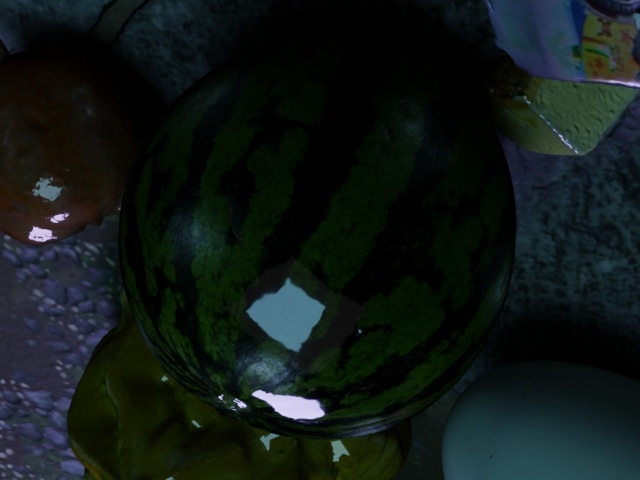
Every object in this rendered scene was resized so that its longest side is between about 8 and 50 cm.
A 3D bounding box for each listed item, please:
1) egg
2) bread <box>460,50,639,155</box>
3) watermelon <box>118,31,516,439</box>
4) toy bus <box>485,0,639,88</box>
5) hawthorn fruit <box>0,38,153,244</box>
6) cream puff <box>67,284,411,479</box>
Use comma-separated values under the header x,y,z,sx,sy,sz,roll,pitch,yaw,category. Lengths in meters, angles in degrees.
x,y,z,sx,sy,sz,roll,pitch,yaw,category
0.258,0.238,1.306,0.371,0.230,0.230,38,136,-11,egg
0.163,-0.108,1.139,0.084,0.080,0.109,42,170,-22,bread
0.000,0.000,1.133,0.285,0.285,0.285,11,138,11,watermelon
0.139,-0.240,0.949,0.138,0.112,0.317,3,135,34,toy bus
-0.215,-0.080,1.222,0.149,0.149,0.189,-19,129,36,hawthorn fruit
-0.086,0.189,1.379,0.291,0.257,0.324,28,138,-2,cream puff
